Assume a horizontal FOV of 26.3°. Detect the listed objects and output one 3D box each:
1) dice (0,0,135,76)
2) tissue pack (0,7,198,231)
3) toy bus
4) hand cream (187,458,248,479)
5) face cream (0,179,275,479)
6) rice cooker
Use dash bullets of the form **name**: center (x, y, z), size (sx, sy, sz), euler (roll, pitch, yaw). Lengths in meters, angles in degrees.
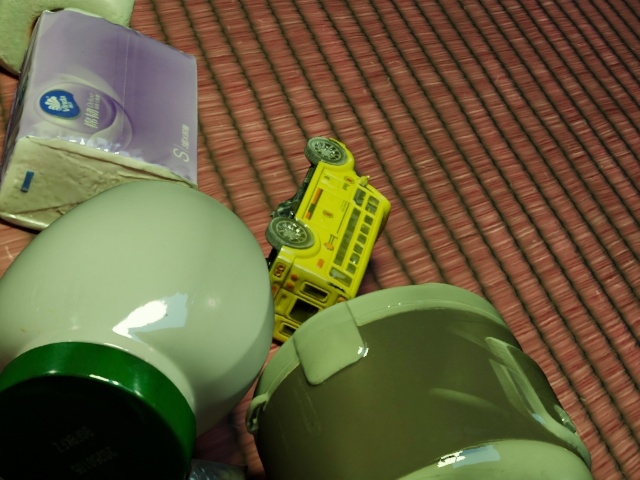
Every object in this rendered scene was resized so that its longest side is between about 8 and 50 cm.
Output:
- **dice**: center (-0.382, -0.348, 2.009), size (0.193, 0.194, 0.192), euler (13, 34, -17)
- **tissue pack**: center (-0.290, -0.153, 1.836), size (0.242, 0.160, 0.338), euler (16, 35, -17)
- **toy bus**: center (0.000, 0.000, 1.845), size (0.152, 0.144, 0.330), euler (25, 34, -2)
- **hand cream**: center (-0.092, 0.324, 1.425), size (0.084, 0.050, 0.257), euler (12, 29, -24)
- **face cream**: center (-0.209, 0.099, 1.464), size (0.312, 0.219, 0.357), euler (0, 37, 9)
- **rice cooker**: center (0.105, 0.229, 1.449), size (0.335, 0.335, 0.325), euler (7, 37, -28)
